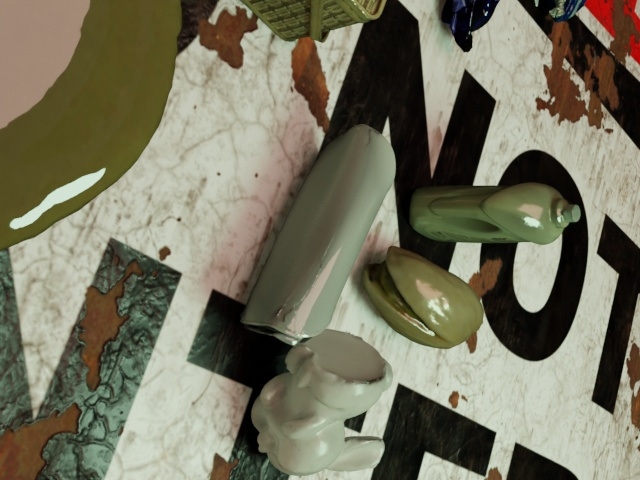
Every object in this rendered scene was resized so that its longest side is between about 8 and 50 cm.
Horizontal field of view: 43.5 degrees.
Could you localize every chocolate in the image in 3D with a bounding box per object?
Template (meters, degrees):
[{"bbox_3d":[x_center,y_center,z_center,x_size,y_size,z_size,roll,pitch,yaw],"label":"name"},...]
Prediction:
[{"bbox_3d":[0.269,-0.478,1.316,0.148,0.126,0.343,-10,105,-85],"label":"chocolate"}]

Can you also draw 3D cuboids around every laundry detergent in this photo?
[{"bbox_3d":[0.272,-0.042,1.226,0.181,0.253,0.091,11,84,-44],"label":"laundry detergent"}]

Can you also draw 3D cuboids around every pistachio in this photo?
[{"bbox_3d":[0.156,0.090,1.216,0.226,0.136,0.136,35,67,-31],"label":"pistachio"}]

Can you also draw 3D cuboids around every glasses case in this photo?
[{"bbox_3d":[-0.002,0.000,1.045,0.083,0.128,0.308,38,66,-29],"label":"glasses case"}]

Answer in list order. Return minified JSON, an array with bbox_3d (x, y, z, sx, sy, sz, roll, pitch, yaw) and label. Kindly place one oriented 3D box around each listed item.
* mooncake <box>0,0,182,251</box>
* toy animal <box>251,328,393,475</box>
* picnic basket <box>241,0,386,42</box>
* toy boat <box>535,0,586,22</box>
[{"bbox_3d":[-0.344,-0.212,0.623,0.467,0.262,0.467,-4,96,-44],"label":"mooncake"},{"bbox_3d":[0.010,0.213,1.038,0.178,0.127,0.193,-6,125,-33],"label":"toy animal"},{"bbox_3d":[-0.030,-0.422,0.978,0.313,0.175,0.228,37,65,-39],"label":"picnic basket"},{"bbox_3d":[0.390,-0.529,1.485,0.291,0.067,0.220,5,87,-33],"label":"toy boat"}]
